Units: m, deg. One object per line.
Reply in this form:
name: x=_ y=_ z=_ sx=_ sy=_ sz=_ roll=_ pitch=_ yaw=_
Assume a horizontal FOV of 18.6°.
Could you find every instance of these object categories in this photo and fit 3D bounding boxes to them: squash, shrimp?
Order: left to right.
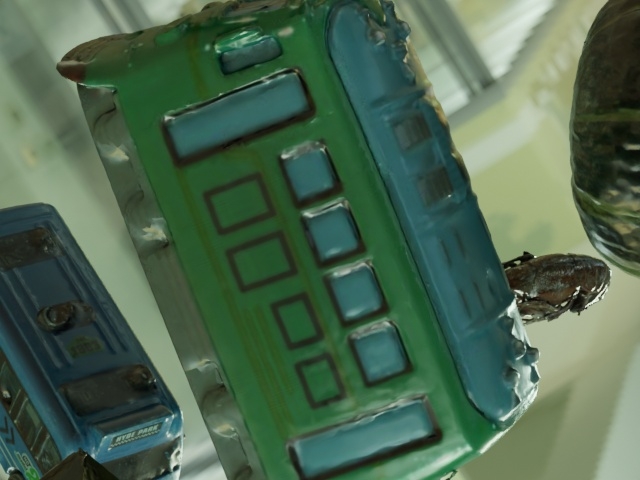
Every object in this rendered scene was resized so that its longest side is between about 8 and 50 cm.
shrimp: x=0.182 y=0.045 z=1.716 sx=0.165 sy=0.057 sz=0.065 roll=-12 pitch=142 yaw=-13
squash: x=0.285 y=-0.087 z=1.529 sx=0.165 sy=0.252 sz=0.252 roll=2 pitch=-159 yaw=19

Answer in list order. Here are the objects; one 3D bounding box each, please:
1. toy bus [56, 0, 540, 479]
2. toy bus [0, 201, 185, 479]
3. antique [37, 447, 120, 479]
toy bus: x=0.000 y=0.000 z=1.231 sx=0.199 sy=0.344 sz=0.183 roll=-20 pitch=-175 yaw=23
toy bus: x=-0.200 y=0.097 z=1.455 sx=0.113 sy=0.246 sz=0.134 roll=-14 pitch=145 yaw=-34
antique: x=-0.150 y=0.192 z=0.806 sx=0.221 sy=0.080 sz=0.081 roll=-39 pitch=-155 yaw=13
